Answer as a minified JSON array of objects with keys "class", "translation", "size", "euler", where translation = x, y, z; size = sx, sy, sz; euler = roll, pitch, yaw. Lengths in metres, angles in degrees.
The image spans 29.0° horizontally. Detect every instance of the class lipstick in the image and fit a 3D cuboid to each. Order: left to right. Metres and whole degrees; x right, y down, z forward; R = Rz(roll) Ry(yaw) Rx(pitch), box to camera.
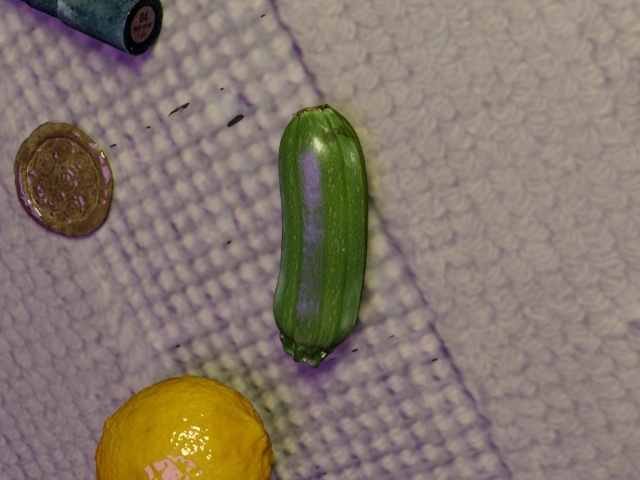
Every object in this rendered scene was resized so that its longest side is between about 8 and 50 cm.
[{"class":"lipstick","translation":[-0.245,-0.220,1.054],"size":[0.234,0.053,0.053],"euler":[23,116,20]}]

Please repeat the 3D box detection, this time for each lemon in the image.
[{"class":"lemon","translation":[-0.123,0.192,1.076],"size":[0.187,0.142,0.142],"euler":[-30,91,33]}]

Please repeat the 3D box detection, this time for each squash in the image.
[{"class":"squash","translation":[0.000,0.000,0.990],"size":[0.077,0.068,0.219],"euler":[8,110,8]}]

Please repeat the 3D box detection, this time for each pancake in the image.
[{"class":"pancake","translation":[-0.235,-0.055,1.127],"size":[0.115,0.011,0.115],"euler":[7,108,24]}]
